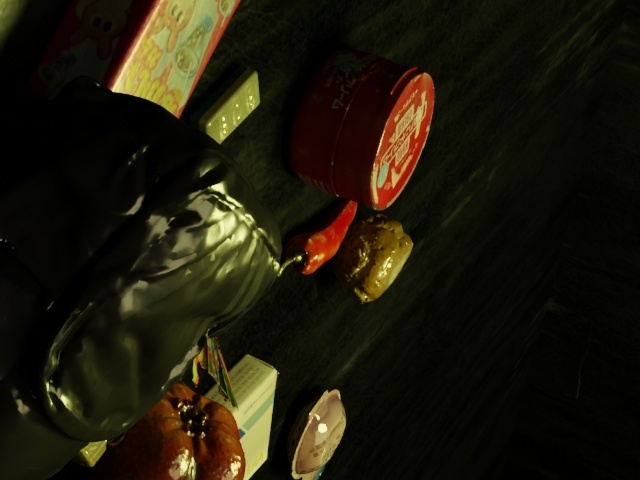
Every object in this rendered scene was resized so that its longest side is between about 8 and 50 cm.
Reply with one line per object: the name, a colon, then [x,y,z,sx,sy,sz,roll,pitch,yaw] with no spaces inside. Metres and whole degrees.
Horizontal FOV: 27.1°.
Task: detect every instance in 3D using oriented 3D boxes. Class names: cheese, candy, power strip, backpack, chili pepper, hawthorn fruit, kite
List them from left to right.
backpack: [-0.258,0.068,1.249,0.445,0.255,0.363,-49,158,-6]
candy: [-0.191,-0.209,1.402,0.305,0.100,0.157,-62,159,-9]
hawthorn fruit: [-0.224,0.310,1.743,0.243,0.207,0.207,-52,165,22]
kite: [-0.174,0.131,1.808,0.241,0.014,0.183,58,15,-33]
power strip: [-0.122,-0.167,1.704,0.123,0.032,0.056,-51,152,-35]
cheese: [-0.009,0.384,2.486,0.189,0.074,0.286,-51,158,-35]
chili pepper: [0.000,0.000,2.139,0.272,0.063,0.071,-42,160,-54]

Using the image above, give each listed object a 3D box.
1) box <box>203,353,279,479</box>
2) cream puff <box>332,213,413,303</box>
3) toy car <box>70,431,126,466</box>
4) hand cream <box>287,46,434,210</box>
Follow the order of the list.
box: [-0.185,0.346,2.028,0.343,0.065,0.200,-42,148,-48]
cream puff: [0.083,0.026,2.283,0.150,0.115,0.165,-62,169,7]
toy car: [-0.251,0.140,1.610,0.256,0.101,0.124,-56,153,-25]
hand cream: [0.062,-0.168,1.991,0.230,0.149,0.230,-50,151,-41]
